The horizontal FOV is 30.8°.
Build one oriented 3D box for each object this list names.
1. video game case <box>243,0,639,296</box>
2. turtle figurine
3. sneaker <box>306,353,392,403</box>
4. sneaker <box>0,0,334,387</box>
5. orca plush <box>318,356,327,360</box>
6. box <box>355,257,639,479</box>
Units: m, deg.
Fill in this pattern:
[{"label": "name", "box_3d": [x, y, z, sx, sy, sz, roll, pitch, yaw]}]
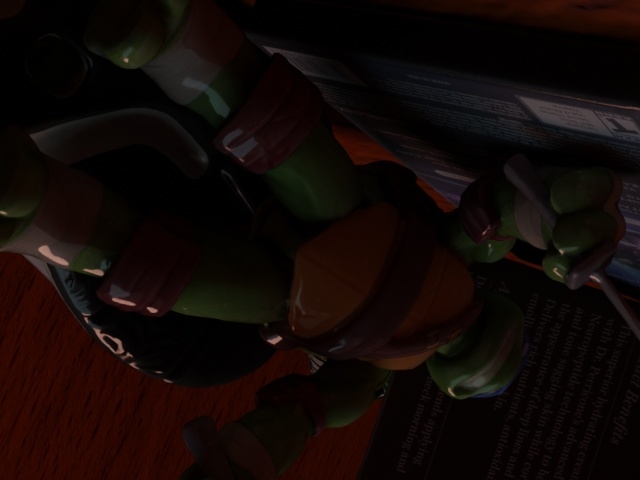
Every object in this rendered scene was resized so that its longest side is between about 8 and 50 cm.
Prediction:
[{"label": "video game case", "box_3d": [0.116, -0.024, 0.532, 0.196, 0.026, 0.274, 19, 171, 41]}, {"label": "turtle figurine", "box_3d": [0.011, 0.031, 0.438, 0.266, 0.274, 0.198, 34, 135, -28]}, {"label": "sneaker", "box_3d": [0.013, 0.107, 1.330, 0.344, 0.146, 0.134, 19, 171, 44]}, {"label": "sneaker", "box_3d": [-0.169, -0.096, 0.587, 0.257, 0.169, 0.447, 30, 170, 38]}, {"label": "orca plush", "box_3d": [0.000, 0.000, 0.988, 0.287, 0.102, 0.151, 38, -146, -18]}, {"label": "box", "box_3d": [0.149, 0.112, 0.700, 0.203, 0.168, 0.167, 19, -179, 16]}]
